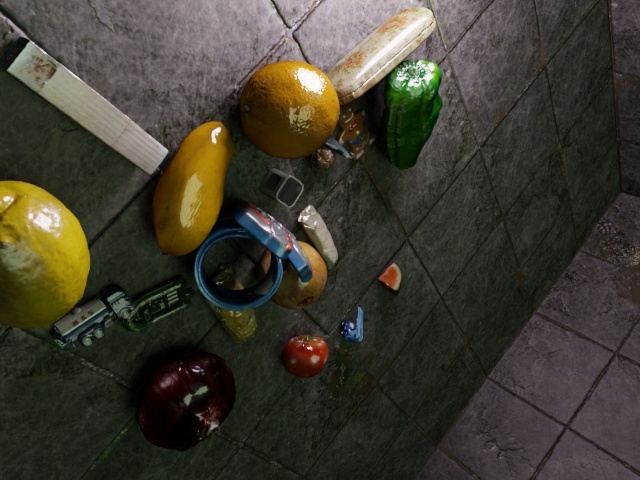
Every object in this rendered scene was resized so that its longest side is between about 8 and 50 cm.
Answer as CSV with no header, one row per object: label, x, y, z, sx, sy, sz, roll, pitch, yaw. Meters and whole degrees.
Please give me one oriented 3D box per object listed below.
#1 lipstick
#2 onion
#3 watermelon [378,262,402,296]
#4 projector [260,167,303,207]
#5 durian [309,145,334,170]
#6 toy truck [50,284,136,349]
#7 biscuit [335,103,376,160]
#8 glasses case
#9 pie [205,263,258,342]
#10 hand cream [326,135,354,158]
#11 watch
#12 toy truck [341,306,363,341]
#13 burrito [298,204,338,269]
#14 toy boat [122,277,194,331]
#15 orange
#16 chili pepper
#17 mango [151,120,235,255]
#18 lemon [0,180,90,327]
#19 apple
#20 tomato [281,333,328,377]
lipstick,-0.492,-0.275,1.197,0.079,0.076,0.371,-56,138,-7
onion,-0.375,0.469,1.610,0.314,0.232,0.314,-23,128,-33
watermelon,0.273,0.161,2.181,0.094,0.135,0.125,15,107,-10
projector,-0.113,-0.154,1.628,0.083,0.082,0.083,36,86,-48
durian,0.002,-0.252,1.686,0.080,0.080,0.091,-57,160,-4
toy truck,-0.570,0.192,1.393,0.202,0.074,0.088,-36,124,-23
biscuit,0.104,-0.352,1.769,0.138,0.031,0.205,-49,136,-11
glasses case,0.165,-0.541,1.625,0.425,0.156,0.098,-44,128,-17
pie,-0.266,0.196,1.690,0.128,0.068,0.282,-40,130,-22
hand cream,0.012,-0.327,1.659,0.052,0.075,0.248,-37,135,17
watch,-0.190,0.067,1.543,0.305,0.241,0.274,42,93,-16
toy truck,0.125,0.325,2.150,0.063,0.074,0.136,53,32,-48
burrito,0.000,0.000,1.842,0.082,0.059,0.275,-55,140,-27
toy boat,-0.443,0.179,1.517,0.210,0.052,0.104,-27,131,-32
orange,-0.085,-0.337,1.444,0.264,0.264,0.264,-23,126,-34
chili pepper,0.293,-0.395,1.771,0.213,0.167,0.385,-50,158,-25
mango,-0.322,-0.131,1.399,0.187,0.144,0.359,9,100,-58
lemon,-0.606,0.031,1.123,0.285,0.285,0.316,-52,169,-8
apple,-0.087,0.105,1.707,0.211,0.211,0.188,-57,145,-3
tomato,-0.054,0.405,1.945,0.167,0.167,0.167,-23,126,-34
